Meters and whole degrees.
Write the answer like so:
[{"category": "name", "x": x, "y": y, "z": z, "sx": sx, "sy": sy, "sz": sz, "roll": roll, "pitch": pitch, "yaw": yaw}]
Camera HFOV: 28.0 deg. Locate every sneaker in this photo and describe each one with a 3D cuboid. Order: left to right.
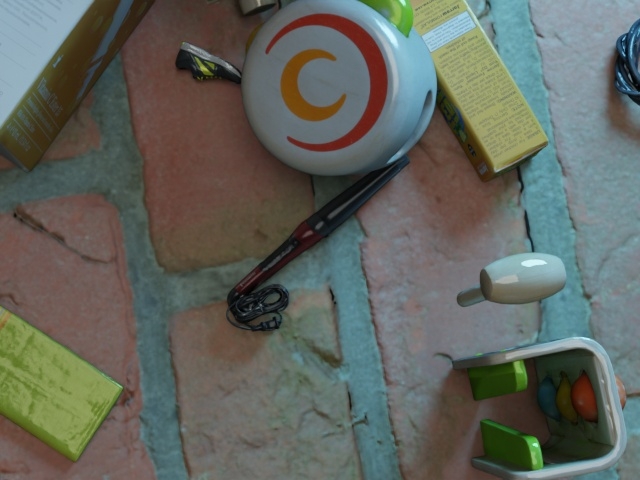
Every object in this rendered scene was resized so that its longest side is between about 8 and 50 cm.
[{"category": "sneaker", "x": -0.127, "y": -0.196, "z": 1.464, "sx": 0.083, "sy": 0.031, "sz": 0.035, "roll": 28, "pitch": 96, "yaw": 5}]

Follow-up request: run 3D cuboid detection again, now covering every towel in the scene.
[{"category": "towel", "x": -0.342, "y": 0.139, "z": 1.417, "sx": 0.237, "sy": 0.021, "sz": 0.102, "roll": 33, "pitch": 88, "yaw": 1}]

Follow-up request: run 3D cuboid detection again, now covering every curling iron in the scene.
[{"category": "curling iron", "x": 0.000, "y": 0.000, "z": 1.440, "sx": 0.068, "sy": 0.035, "sz": 0.274, "roll": 44, "pitch": 84, "yaw": -1}]

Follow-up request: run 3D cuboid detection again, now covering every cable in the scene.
[{"category": "cable", "x": 0.427, "y": -0.202, "z": 1.485, "sx": 0.185, "sy": 0.047, "sz": 0.150, "roll": -26, "pitch": 90, "yaw": -8}]

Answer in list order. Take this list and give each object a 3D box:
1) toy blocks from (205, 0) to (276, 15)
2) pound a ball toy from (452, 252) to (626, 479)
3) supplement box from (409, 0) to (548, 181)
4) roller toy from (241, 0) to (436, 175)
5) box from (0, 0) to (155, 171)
[{"category": "toy blocks", "x": -0.022, "y": -0.418, "z": 1.366, "sx": 0.309, "sy": 0.288, "sz": 0.260, "roll": -20, "pitch": 91, "yaw": -3}, {"category": "pound a ball toy", "x": 0.221, "y": 0.126, "z": 1.292, "sx": 0.136, "sy": 0.319, "sz": 0.208, "roll": -10, "pitch": 83, "yaw": -4}, {"category": "supplement box", "x": 0.164, "y": -0.185, "z": 1.449, "sx": 0.080, "sy": 0.078, "sz": 0.233, "roll": -31, "pitch": 85, "yaw": -6}, {"category": "roller toy", "x": 0.021, "y": -0.166, "z": 1.391, "sx": 0.209, "sy": 0.146, "sz": 0.191, "roll": -12, "pitch": 91, "yaw": 20}, {"category": "box", "x": -0.294, "y": -0.272, "z": 1.370, "sx": 0.168, "sy": 0.215, "sz": 0.345, "roll": 34, "pitch": 83, "yaw": 1}]
